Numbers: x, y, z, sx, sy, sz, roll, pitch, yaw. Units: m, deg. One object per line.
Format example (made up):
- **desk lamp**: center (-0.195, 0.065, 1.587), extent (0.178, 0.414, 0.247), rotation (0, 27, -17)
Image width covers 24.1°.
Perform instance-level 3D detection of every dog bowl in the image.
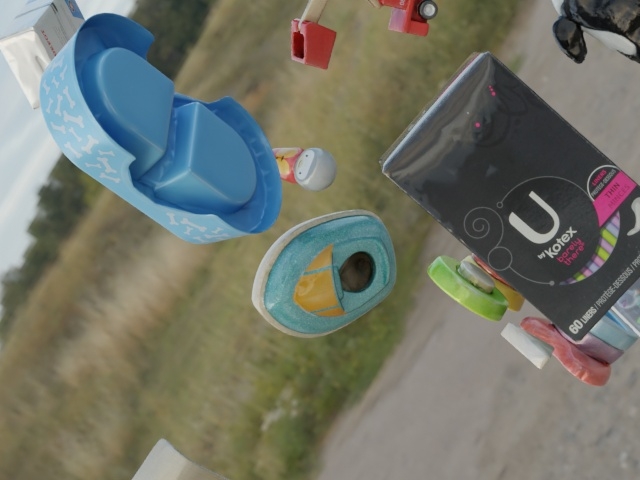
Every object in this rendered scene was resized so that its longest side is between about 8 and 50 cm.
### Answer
- **dog bowl**: center (-0.163, -0.103, 1.534), extent (0.074, 0.297, 0.166), rotation (-27, 43, 32)

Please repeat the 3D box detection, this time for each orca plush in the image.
- **orca plush**: center (0.323, -0.231, 1.554), extent (0.151, 0.287, 0.102), rotation (-28, -11, 3)

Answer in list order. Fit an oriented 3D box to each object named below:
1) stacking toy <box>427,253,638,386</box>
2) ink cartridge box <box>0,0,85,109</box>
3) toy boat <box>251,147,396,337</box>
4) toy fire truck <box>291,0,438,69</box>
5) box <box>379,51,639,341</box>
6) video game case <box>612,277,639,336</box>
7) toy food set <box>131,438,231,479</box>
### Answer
- **stacking toy**: center (0.321, 0.071, 2.223), extent (0.130, 0.309, 0.279), rotation (-56, -27, 12)
- **ink cartridge box**: center (-0.460, -0.332, 2.560), extent (0.082, 0.140, 0.191), rotation (-15, 27, 20)
- **toy boat**: center (0.000, 0.000, 2.368), extent (0.267, 0.318, 0.148), rotation (-28, 23, -28)
- **toy fire truck**: center (0.052, -0.260, 1.498), extent (0.047, 0.135, 0.192), rotation (-147, 68, -68)
- **box**: center (0.213, -0.050, 1.558), extent (0.165, 0.270, 0.143), rotation (-49, 4, 6)
- **video game case**: center (0.444, 0.056, 1.707), extent (0.190, 0.173, 0.022), rotation (-45, -30, 5)
- **toy food set**: center (-0.184, 0.455, 2.315), extent (0.220, 0.306, 0.092), rotation (-56, 35, 3)
